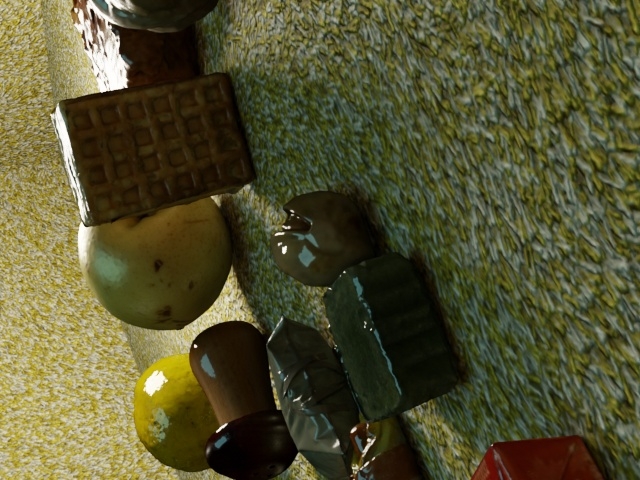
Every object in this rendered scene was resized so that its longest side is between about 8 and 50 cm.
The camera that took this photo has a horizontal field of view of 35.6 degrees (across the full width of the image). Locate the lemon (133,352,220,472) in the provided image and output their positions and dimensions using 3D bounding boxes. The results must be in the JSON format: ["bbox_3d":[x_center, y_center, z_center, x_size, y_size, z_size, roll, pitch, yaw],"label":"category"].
[{"bbox_3d":[-0.292,0.373,2.207,0.310,0.257,0.258,19,123,59],"label":"lemon"}]

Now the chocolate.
[{"bbox_3d":[0.230,0.331,0.974,0.237,0.108,0.235,99,148,-53],"label":"chocolate"}]

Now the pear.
[{"bbox_3d":[-0.318,0.025,1.957,0.309,0.309,0.309,164,90,-71],"label":"pear"}]

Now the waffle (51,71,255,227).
[{"bbox_3d":[-0.275,-0.155,1.681,0.091,0.308,0.213,-6,99,64],"label":"waffle"}]

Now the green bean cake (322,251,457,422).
[{"bbox_3d":[0.079,0.122,1.230,0.183,0.094,0.185,67,158,12],"label":"green bean cake"}]

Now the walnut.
[{"bbox_3d":[-0.258,-0.436,1.530,0.248,0.248,0.248,164,90,-71],"label":"walnut"}]

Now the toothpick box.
[{"bbox_3d":[-0.144,0.305,1.869,0.192,0.192,0.294,102,152,-53],"label":"toothpick box"}]

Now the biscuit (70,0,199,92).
[{"bbox_3d":[-0.371,-0.415,1.946,0.395,0.166,0.343,66,157,19],"label":"biscuit"}]

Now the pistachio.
[{"bbox_3d":[0.000,0.000,1.344,0.131,0.130,0.206,31,172,-14],"label":"pistachio"}]

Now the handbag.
[{"bbox_3d":[-0.007,0.243,1.536,0.182,0.117,0.270,76,169,-58],"label":"handbag"}]

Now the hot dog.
[{"bbox_3d":[0.089,0.341,1.381,0.123,0.093,0.262,116,135,-63],"label":"hot dog"}]
